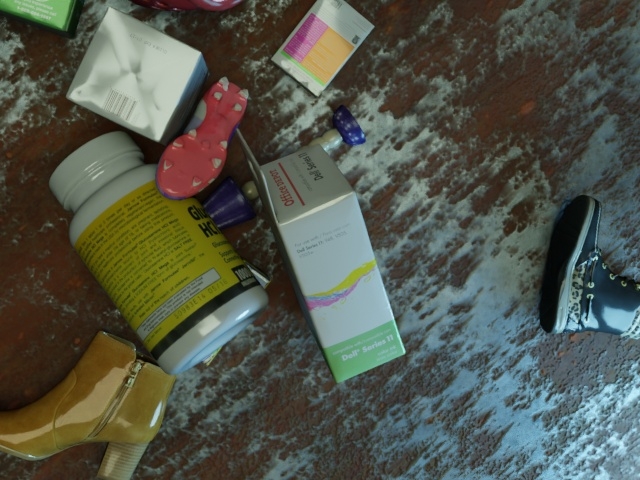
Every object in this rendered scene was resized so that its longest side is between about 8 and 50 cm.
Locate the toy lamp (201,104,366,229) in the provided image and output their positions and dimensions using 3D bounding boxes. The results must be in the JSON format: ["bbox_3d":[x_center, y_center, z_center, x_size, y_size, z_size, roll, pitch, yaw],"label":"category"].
[{"bbox_3d":[-0.061,-0.108,1.436,0.274,0.080,0.080,-34,100,-3],"label":"toy lamp"}]

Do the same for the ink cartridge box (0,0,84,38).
[{"bbox_3d":[-0.417,-0.464,1.321,0.211,0.121,0.289,18,94,-10],"label":"ink cartridge box"}]

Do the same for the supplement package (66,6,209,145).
[{"bbox_3d":[-0.248,-0.220,1.307,0.139,0.244,0.134,26,91,-5],"label":"supplement package"}]

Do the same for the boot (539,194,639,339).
[{"bbox_3d":[0.473,0.051,1.534,0.178,0.085,0.236,9,100,-12],"label":"boot"}]

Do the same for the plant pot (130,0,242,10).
[{"bbox_3d":[-0.188,-0.417,1.298,0.191,0.174,0.191,-19,117,-41],"label":"plant pot"}]

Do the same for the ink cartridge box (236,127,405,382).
[{"bbox_3d":[0.000,0.000,1.341,0.119,0.207,0.353,-22,119,-5],"label":"ink cartridge box"}]

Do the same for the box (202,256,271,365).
[{"bbox_3d":[-0.151,0.110,1.458,0.059,0.054,0.169,37,89,-11],"label":"box"}]

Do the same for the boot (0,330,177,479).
[{"bbox_3d":[-0.385,0.235,1.421,0.295,0.104,0.211,21,87,-15],"label":"boot"}]

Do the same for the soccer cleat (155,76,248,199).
[{"bbox_3d":[-0.175,-0.137,1.345,0.083,0.095,0.248,29,50,-10],"label":"soccer cleat"}]

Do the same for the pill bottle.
[{"bbox_3d":[-0.241,0.012,1.345,0.188,0.188,0.334,-37,84,-3],"label":"pill bottle"}]

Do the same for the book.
[{"bbox_3d":[0.002,-0.310,1.449,0.096,0.035,0.144,39,89,-7],"label":"book"}]
